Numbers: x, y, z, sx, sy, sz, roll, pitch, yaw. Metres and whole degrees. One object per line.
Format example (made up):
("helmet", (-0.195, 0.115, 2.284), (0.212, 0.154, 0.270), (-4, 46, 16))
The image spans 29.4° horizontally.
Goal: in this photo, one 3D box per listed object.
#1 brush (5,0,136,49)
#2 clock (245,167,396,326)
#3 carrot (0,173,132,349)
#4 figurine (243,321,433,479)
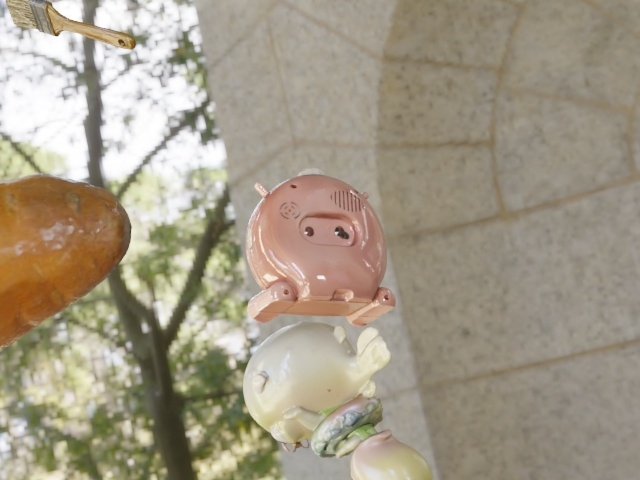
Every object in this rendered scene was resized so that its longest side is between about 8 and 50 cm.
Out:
("brush", (-0.258, -0.223, 1.258), (0.170, 0.014, 0.043), (19, -37, 25))
("clock", (0.000, 0.000, 1.898), (0.227, 0.241, 0.142), (5, -22, -24))
("carrot", (-0.256, 0.018, 0.952), (0.225, 0.159, 0.159), (-17, -11, -4))
("figurine", (0.055, 0.282, 1.950), (0.227, 0.394, 0.274), (-8, -41, -49))
